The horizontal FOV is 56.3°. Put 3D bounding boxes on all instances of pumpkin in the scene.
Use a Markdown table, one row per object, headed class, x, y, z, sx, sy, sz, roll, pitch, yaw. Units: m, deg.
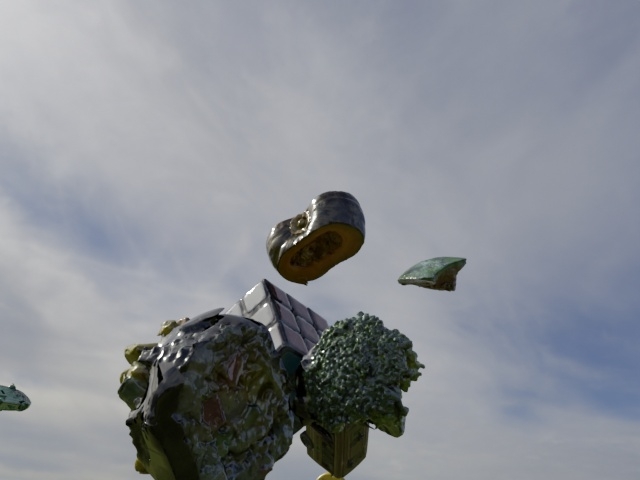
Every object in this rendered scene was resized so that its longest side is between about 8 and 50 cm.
| class | x | y | z | sx | sy | sz | roll | pitch | yaw |
| --- | --- | --- | --- | --- | --- | --- | --- | --- | --- |
| pumpkin | 0.000 | 0.000 | 1.768 | 0.317 | 0.139 | 0.222 | -37 | -45 | 19 |

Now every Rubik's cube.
| class | x | y | z | sx | sy | sz | roll | pitch | yaw |
| --- | --- | --- | --- | --- | --- | --- | --- | --- | --- |
| Rubik's cube | -0.139 | 0.354 | 1.745 | 0.301 | 0.303 | 0.305 | -43 | -55 | 13 |

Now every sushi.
| class | x | y | z | sx | sy | sz | roll | pitch | yaw |
| --- | --- | --- | --- | --- | --- | --- | --- | --- | --- |
| sushi | -0.246 | 0.310 | 1.138 | 0.285 | 0.329 | 0.327 | -3 | -67 | 33 |

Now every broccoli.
| class | x | y | z | sx | sy | sz | roll | pitch | yaw |
| --- | --- | --- | --- | --- | --- | --- | --- | --- | --- |
| broccoli | 0.076 | 0.270 | 1.097 | 0.247 | 0.263 | 0.243 | -32 | -57 | 3 |

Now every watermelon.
| class | x | y | z | sx | sy | sz | roll | pitch | yaw |
| --- | --- | --- | --- | --- | --- | --- | --- | --- | --- |
| watermelon | 0.240 | 0.083 | 1.360 | 0.155 | 0.080 | 0.101 | 7 | 19 | 35 |

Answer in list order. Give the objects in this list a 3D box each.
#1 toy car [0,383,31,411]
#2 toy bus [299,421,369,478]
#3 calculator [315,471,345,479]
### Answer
| class | x | y | z | sx | sy | sz | roll | pitch | yaw |
| --- | --- | --- | --- | --- | --- | --- | --- | --- | --- |
| toy car | -0.890 | 0.445 | 1.674 | 0.093 | 0.058 | 0.186 | 36 | -8 | 25 |
| toy bus | 0.044 | 0.462 | 1.522 | 0.157 | 0.139 | 0.289 | 32 | -44 | 35 |
| calculator | 0.020 | 0.835 | 1.835 | 0.146 | 0.234 | 0.032 | 0 | -22 | 28 |
